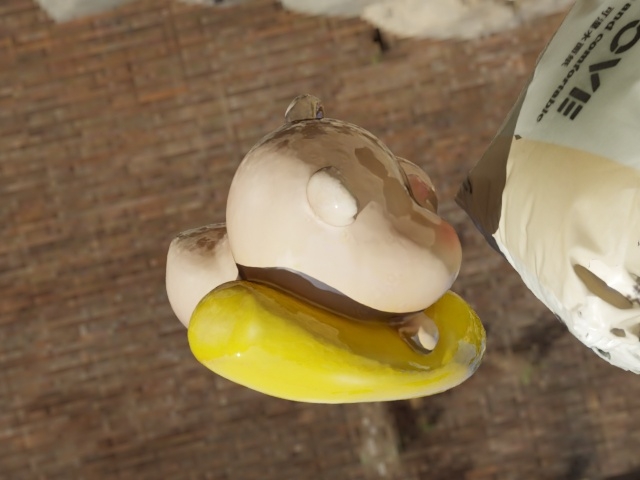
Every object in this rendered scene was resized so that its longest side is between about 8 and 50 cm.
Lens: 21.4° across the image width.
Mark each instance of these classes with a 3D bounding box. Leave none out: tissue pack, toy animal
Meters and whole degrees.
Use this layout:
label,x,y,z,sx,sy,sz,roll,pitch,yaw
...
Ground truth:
label,x,y,z,sx,sy,sz,roll,pitch,yaw
tissue pack,0.293,-0.096,1.400,0.195,0.375,0.390,31,-174,-24
toy animal,0.020,0.002,1.487,0.278,0.246,0.345,8,-174,-13
